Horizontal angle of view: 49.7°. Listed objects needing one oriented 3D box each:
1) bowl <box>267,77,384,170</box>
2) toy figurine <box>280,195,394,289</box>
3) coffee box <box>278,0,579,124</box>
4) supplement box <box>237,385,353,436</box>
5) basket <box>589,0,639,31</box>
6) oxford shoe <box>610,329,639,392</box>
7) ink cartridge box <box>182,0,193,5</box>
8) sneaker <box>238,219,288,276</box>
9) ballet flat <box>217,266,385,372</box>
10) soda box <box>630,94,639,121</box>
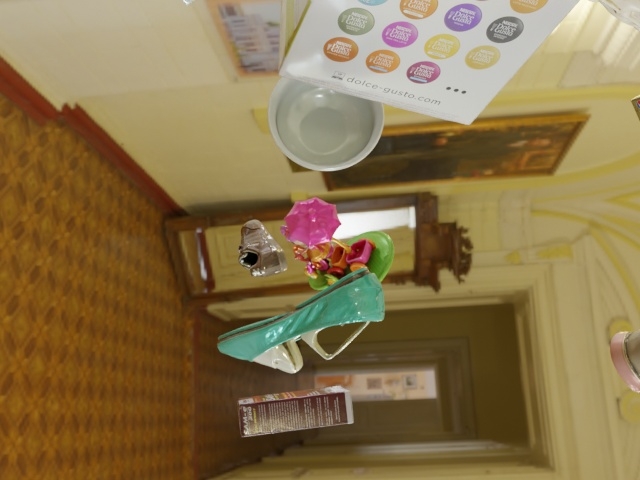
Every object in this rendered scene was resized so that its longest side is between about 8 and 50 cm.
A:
[{"bbox_3d":[0.012,-0.302,1.788,0.134,0.297,0.298,99,-11,-77],"label":"bowl"},{"bbox_3d":[0.000,0.000,1.074,0.159,0.173,0.130,42,53,-34],"label":"toy figurine"},{"bbox_3d":[0.145,-0.434,1.024,0.334,0.337,0.338,128,-33,-57],"label":"coffee box"},{"bbox_3d":[-0.059,0.370,1.509,0.130,0.239,0.073,142,-58,-79],"label":"supplement box"},{"bbox_3d":[0.433,-0.316,0.672,0.266,0.331,0.328,-57,-165,33],"label":"basket"},{"bbox_3d":[0.824,0.340,1.544,0.146,0.397,0.140,-30,-154,50],"label":"oxford shoe"},{"bbox_3d":[-0.166,-0.444,0.949,0.128,0.176,0.127,45,17,-40],"label":"ink cartridge box"},{"bbox_3d":[-0.126,0.013,1.281,0.188,0.071,0.066,36,-40,59],"label":"sneaker"},{"bbox_3d":[-0.025,0.122,0.894,0.087,0.247,0.083,67,19,11],"label":"ballet flat"},{"bbox_3d":[0.687,-0.286,1.326,0.058,0.181,0.061,63,-19,-6],"label":"soda box"}]
